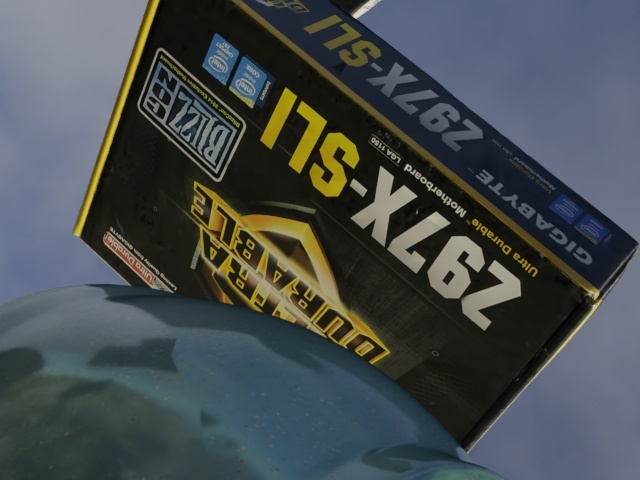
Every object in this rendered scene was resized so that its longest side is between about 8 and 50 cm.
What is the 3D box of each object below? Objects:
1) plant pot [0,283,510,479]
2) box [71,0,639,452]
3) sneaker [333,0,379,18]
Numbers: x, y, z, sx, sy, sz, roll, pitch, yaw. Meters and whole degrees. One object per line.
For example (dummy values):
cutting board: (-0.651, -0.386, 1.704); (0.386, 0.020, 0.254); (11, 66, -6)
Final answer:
plant pot: (-0.027, 0.160, 0.390); (0.196, 0.293, 0.293); (-4, -96, 45)
box: (0.000, 0.000, 0.688); (0.322, 0.079, 0.257); (41, -49, 12)
sneaker: (0.043, -0.231, 0.828); (0.270, 0.145, 0.090); (-13, -70, 48)
